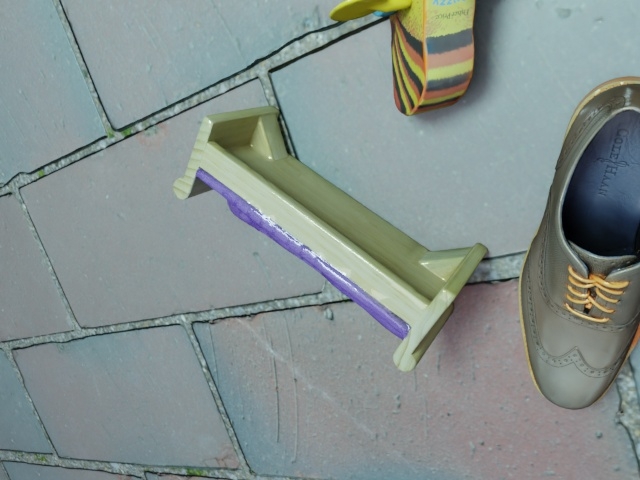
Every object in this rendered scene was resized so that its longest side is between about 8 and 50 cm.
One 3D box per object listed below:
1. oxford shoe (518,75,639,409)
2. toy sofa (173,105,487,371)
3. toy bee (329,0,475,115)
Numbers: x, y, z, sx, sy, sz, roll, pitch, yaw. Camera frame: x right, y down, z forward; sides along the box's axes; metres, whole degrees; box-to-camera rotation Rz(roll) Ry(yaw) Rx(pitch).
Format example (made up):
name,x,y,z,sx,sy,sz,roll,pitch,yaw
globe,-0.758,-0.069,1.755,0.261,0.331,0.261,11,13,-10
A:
name,x,y,z,sx,sy,sz,roll,pitch,yaw
oxford shoe,0.261,0.030,0.533,0.130,0.133,0.363,9,113,27
toy sofa,0.000,0.000,0.667,0.363,0.150,0.177,37,122,14
toy bee,0.093,-0.255,0.485,0.195,0.162,0.298,-34,115,0
